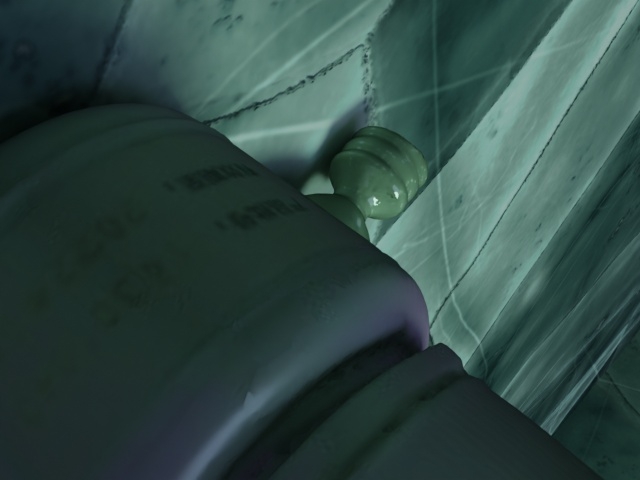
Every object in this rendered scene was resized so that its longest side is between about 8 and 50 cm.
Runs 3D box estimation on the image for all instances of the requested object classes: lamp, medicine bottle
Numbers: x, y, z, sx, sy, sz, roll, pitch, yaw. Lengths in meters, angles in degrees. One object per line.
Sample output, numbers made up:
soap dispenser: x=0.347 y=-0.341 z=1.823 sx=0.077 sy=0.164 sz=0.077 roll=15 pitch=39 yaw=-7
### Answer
lamp: x=0.000 y=0.000 z=0.662 sx=0.193 sy=0.106 sz=0.106 roll=-52 pitch=159 yaw=-31
medicine bottle: x=-0.041 y=0.102 z=0.455 sx=0.241 sy=0.302 sz=0.241 roll=-41 pitch=154 yaw=-26

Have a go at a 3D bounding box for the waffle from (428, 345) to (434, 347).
waffle: x=0.073 y=0.253 z=1.133 sx=0.261 sy=0.056 sz=0.250 roll=-54 pitch=164 yaw=-29
